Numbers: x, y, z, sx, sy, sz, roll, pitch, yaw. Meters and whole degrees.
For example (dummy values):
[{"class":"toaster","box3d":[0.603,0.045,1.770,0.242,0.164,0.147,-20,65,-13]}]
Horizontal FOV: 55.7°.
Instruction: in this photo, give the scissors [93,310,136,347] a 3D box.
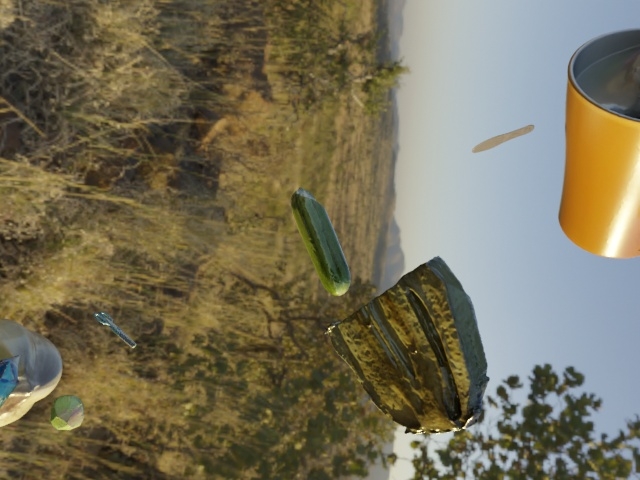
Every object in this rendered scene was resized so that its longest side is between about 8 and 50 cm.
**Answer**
[{"class":"scissors","box3d":[-0.470,0.204,1.391,0.014,0.119,0.058,-50,176,3]}]

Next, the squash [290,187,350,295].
[{"class":"squash","box3d":[0.000,0.000,1.245,0.069,0.069,0.239,16,50,-83]}]

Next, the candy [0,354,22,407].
[{"class":"candy","box3d":[-0.435,0.200,0.823,0.088,0.038,0.136,-70,-165,-12]}]

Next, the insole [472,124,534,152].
[{"class":"insole","box3d":[0.382,-0.212,1.266,0.045,0.134,0.002,53,19,-65]}]

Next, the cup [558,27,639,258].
[{"class":"cup","box3d":[0.371,-0.091,0.697,0.264,0.182,0.226,79,4,-47]}]

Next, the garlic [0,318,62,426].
[{"class":"garlic","box3d":[-0.598,0.235,1.041,0.281,0.203,0.185,-19,145,-36]}]

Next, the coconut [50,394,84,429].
[{"class":"coconut","box3d":[-0.599,0.407,1.433,0.082,0.083,0.081,-56,-171,-28]}]

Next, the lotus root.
[{"class":"lotus root","box3d":[0.092,0.101,0.553,0.070,0.143,0.144,-18,80,-51]}]
